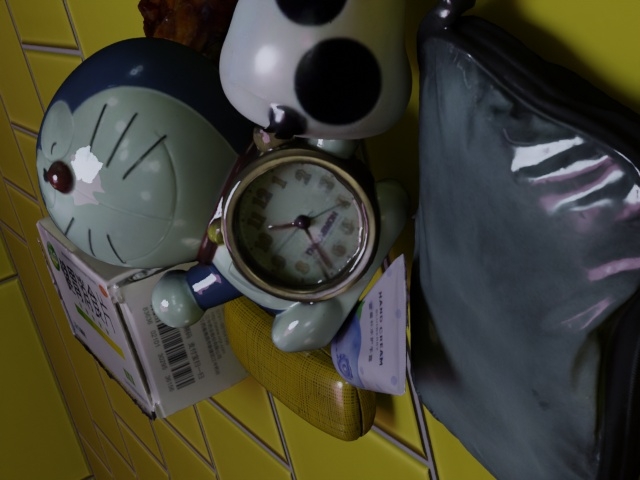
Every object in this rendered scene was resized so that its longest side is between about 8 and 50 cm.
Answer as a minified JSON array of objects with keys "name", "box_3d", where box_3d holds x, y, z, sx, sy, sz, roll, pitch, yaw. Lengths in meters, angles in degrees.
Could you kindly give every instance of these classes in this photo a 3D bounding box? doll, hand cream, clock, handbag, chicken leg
[{"name":"doll","box_3d":[0.005,-0.145,0.527,0.107,0.110,0.180,-31,-48,-78]},{"name":"hand cream","box_3d":[0.037,0.066,0.626,0.142,0.053,0.084,112,159,-74]},{"name":"clock","box_3d":[-0.075,-0.031,0.647,0.243,0.146,0.199,29,113,-1]},{"name":"handbag","box_3d":[0.114,0.035,0.543,0.191,0.075,0.332,48,153,42]},{"name":"chicken leg","box_3d":[-0.115,-0.224,0.772,0.113,0.093,0.304,-46,60,46]}]

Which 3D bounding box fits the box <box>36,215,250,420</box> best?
[{"name":"box","box_3d":[-0.214,0.062,1.142,0.333,0.145,0.173,24,134,57]}]

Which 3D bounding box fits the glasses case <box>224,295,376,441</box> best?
[{"name":"glasses case","box_3d":[-0.024,0.112,0.893,0.234,0.064,0.079,29,133,54]}]
